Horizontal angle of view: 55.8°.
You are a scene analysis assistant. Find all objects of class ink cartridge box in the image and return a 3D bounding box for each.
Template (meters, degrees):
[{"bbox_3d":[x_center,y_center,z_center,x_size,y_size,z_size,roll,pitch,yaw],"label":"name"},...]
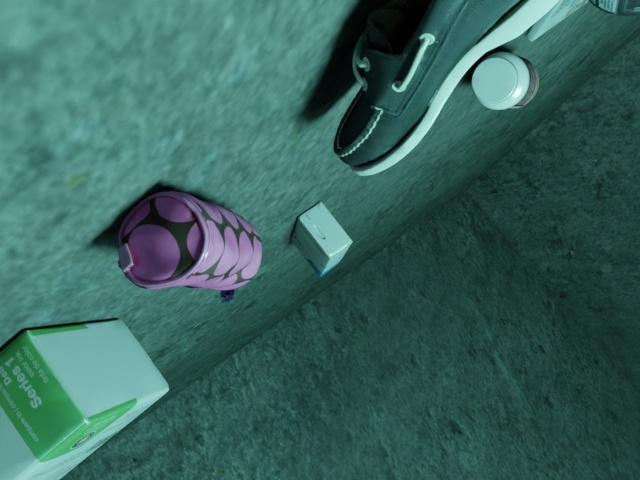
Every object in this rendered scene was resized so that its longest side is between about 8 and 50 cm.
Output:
[{"bbox_3d":[-0.340,0.222,0.676,0.278,0.117,0.201,-39,171,4],"label":"ink cartridge box"},{"bbox_3d":[0.000,0.000,1.028,0.052,0.088,0.122,-36,171,-16],"label":"ink cartridge box"}]

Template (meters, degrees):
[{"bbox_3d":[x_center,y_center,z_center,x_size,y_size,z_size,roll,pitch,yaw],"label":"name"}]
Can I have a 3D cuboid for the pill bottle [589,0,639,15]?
[{"bbox_3d":[0.345,-0.321,0.654,0.130,0.130,0.245,-42,171,24],"label":"pill bottle"}]

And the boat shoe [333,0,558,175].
[{"bbox_3d":[0.079,-0.167,0.499,0.302,0.091,0.114,-48,-149,44],"label":"boat shoe"}]

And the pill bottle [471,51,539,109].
[{"bbox_3d":[0.285,-0.246,0.937,0.086,0.086,0.152,-43,171,28],"label":"pill bottle"}]

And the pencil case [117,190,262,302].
[{"bbox_3d":[-0.123,0.011,0.595,0.098,0.095,0.209,-15,171,6],"label":"pencil case"}]

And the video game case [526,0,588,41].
[{"bbox_3d":[0.394,-0.382,0.908,0.143,0.019,0.157,-36,172,-12],"label":"video game case"}]
